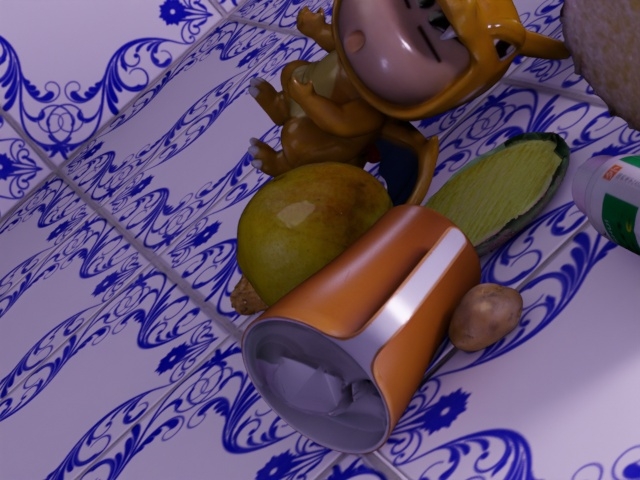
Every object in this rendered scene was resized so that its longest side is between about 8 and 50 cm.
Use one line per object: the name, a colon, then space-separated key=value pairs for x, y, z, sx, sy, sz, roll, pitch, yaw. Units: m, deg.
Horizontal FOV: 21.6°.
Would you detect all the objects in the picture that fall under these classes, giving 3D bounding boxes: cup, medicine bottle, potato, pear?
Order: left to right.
pear: x=0.000 y=0.000 z=1.993 sx=0.200 sy=0.200 sz=0.200 roll=-35 pitch=20 yaw=15
cup: x=0.060 y=0.077 z=1.739 sx=0.264 sy=0.182 sz=0.226 roll=-48 pitch=3 yaw=-36
potato: x=0.168 y=0.079 z=1.720 sx=0.083 sy=0.062 sz=0.068 roll=-57 pitch=-6 yaw=22
medicine bottle: x=0.322 y=-0.028 z=1.602 sx=0.095 sy=0.095 sz=0.260 roll=-41 pitch=20 yaw=-2
potato: x=0.431 y=-0.250 z=1.708 sx=0.237 sy=0.301 sz=0.289 roll=-28 pitch=47 yaw=-27

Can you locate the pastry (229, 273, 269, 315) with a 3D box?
pastry: x=-0.070 y=0.042 z=2.226 sx=0.080 sy=0.056 sz=0.140 roll=-17 pitch=26 yaw=25

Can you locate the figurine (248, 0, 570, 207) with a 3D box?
figurine: x=0.097 y=-0.226 z=2.190 sx=0.387 sy=0.268 sz=0.401 roll=-34 pitch=16 yaw=26

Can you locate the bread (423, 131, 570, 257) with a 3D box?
bread: x=0.196 y=-0.044 z=1.958 sx=0.228 sy=0.033 sz=0.228 roll=-34 pitch=22 yaw=16
